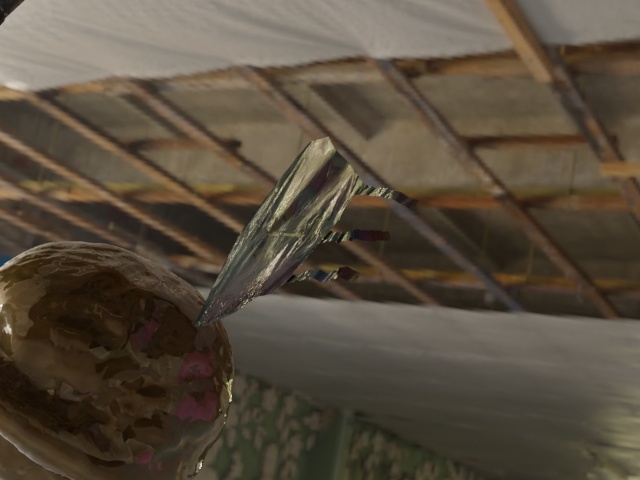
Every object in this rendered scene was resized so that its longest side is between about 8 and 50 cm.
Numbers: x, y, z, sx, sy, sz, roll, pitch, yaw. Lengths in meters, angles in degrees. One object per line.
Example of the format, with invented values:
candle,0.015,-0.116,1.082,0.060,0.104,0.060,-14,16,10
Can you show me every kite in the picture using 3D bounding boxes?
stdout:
kite,-0.003,-0.002,1.110,0.022,0.204,0.360,38,11,19

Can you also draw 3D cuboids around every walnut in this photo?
walnut,-0.295,0.177,1.433,0.384,0.383,0.383,10,-14,3

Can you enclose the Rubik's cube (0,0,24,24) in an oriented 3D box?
Rubik's cube,-0.618,-0.394,1.509,0.316,0.318,0.313,-15,-63,15
